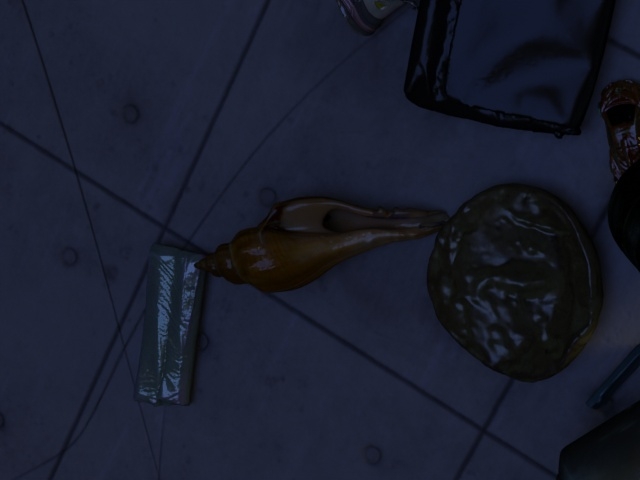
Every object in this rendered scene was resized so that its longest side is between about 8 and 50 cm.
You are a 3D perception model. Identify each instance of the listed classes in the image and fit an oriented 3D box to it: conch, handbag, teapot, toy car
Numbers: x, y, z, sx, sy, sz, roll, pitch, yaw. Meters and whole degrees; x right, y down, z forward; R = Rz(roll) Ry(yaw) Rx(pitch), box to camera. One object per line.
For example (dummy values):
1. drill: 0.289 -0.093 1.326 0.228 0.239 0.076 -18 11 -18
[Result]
1. conch: 0.001 0.001 2.078 0.330 0.093 0.109 -11 77 5
2. handbag: 0.226 -0.256 1.936 0.223 0.080 0.247 14 102 13
3. teapot: 0.389 0.231 1.914 0.225 0.171 0.203 -50 48 16
4. toy car: 0.356 -0.125 1.921 0.059 0.035 0.122 -9 97 28

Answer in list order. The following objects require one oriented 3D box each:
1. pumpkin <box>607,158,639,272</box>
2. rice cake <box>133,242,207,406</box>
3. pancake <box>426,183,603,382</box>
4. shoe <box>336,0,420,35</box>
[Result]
1. pumpkin: 0.435 -0.008 1.795 0.250 0.250 0.216 28 107 17
2. rice cake: -0.197 0.117 2.200 0.080 0.042 0.221 12 103 17
3. pancake: 0.234 0.051 2.000 0.242 0.050 0.242 5 100 32
4. shoe: 0.056 -0.340 1.983 0.092 0.089 0.180 -16 95 26
